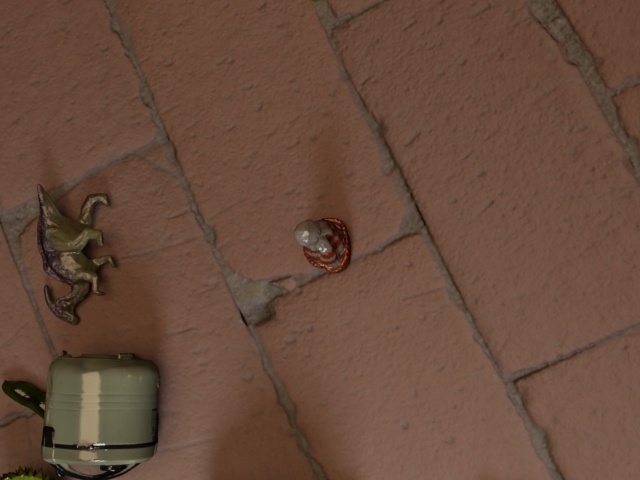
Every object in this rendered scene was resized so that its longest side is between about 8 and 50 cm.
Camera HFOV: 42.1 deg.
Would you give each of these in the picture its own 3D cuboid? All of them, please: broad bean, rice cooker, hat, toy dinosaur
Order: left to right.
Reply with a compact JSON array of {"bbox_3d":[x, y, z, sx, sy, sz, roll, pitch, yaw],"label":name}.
[{"bbox_3d":[-0.561,0.354,1.695,0.227,0.039,0.069,43,96,12],"label":"broad bean"},{"bbox_3d":[-0.510,0.024,1.718,0.162,0.077,0.294,-9,80,8],"label":"toy dinosaur"},{"bbox_3d":[-0.418,0.333,1.589,0.226,0.226,0.244,-2,79,9],"label":"rice cooker"},{"bbox_3d":[0.000,0.000,1.593,0.094,0.162,0.112,-9,76,11],"label":"hat"}]

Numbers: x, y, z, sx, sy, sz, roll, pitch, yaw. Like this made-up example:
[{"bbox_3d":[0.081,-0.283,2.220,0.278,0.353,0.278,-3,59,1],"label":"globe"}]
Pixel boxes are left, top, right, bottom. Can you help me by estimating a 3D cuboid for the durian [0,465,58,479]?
[{"bbox_3d":[-0.575,0.608,1.589,0.158,0.169,0.351,8,82,11],"label":"durian"}]
